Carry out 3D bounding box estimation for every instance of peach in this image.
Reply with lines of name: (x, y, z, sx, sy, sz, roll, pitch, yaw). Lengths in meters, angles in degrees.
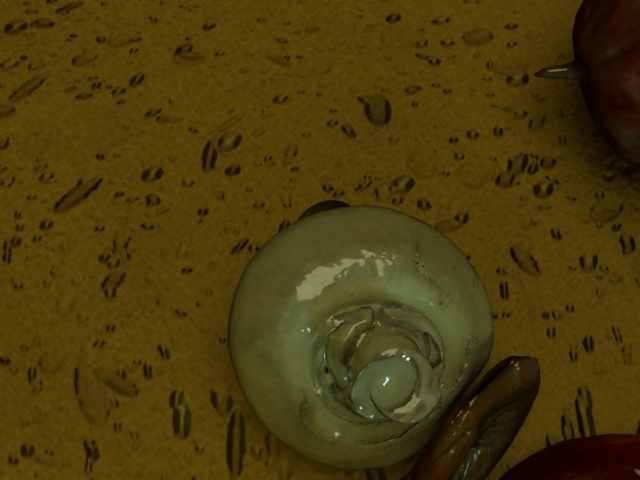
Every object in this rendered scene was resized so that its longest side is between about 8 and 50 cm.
peach: (0.247, 0.257, 1.025, 0.279, 0.068, 0.189, -36, 61, -2)

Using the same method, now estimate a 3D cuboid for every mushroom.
mushroom: (0.042, 0.095, 1.027, 0.246, 0.202, 0.246, -5, 111, -14)

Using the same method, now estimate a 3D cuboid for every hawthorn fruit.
hawthorn fruit: (0.361, -0.181, 1.137, 0.298, 0.277, 0.277, -10, 69, 3)

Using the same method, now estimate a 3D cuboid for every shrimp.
shrimp: (0.119, 0.202, 1.043, 0.068, 0.150, 0.249, 35, 84, 29)

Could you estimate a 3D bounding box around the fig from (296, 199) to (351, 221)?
fig: (0.000, 0.000, 1.147, 0.084, 0.098, 0.082, -37, 115, -46)
